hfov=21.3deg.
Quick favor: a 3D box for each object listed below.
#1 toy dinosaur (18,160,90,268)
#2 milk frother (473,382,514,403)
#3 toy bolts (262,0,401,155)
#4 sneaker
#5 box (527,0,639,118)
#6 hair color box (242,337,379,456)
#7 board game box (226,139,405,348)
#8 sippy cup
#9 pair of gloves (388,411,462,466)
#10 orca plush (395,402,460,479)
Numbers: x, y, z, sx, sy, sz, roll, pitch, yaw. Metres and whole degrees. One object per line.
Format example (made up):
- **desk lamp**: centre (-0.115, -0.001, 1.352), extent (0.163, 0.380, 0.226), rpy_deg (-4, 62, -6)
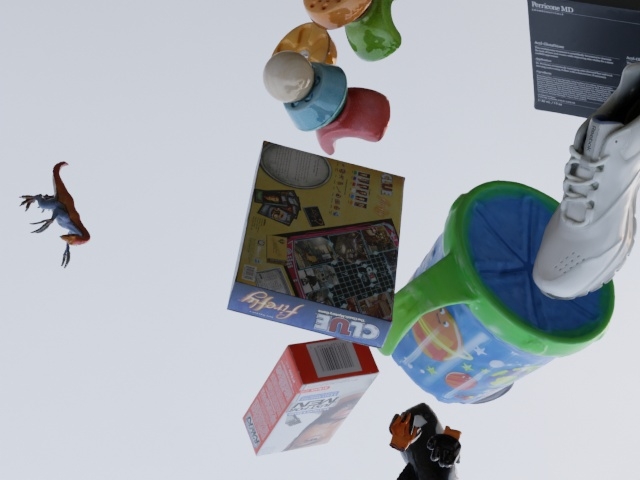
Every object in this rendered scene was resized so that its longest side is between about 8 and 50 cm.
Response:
- **toy dinosaur**: centre (-0.226, -0.025, 1.487), extent (0.082, 0.090, 0.047), rpy_deg (18, 175, 38)
- **milk frother**: centre (0.200, 0.132, 2.347), extent (0.143, 0.129, 0.135), rpy_deg (12, -135, -33)
- **toy bolts**: centre (-0.019, -0.224, 2.034), extent (0.218, 0.228, 0.158), rpy_deg (-19, 143, 35)
- **sneaker**: centre (0.317, -0.074, 1.940), extent (0.111, 0.297, 0.129), rpy_deg (23, 173, 40)
- **box**: centre (0.406, -0.247, 2.187), extent (0.261, 0.184, 0.103), rpy_deg (13, -134, 26)
- **hair color box**: centre (-0.012, 0.167, 1.822), extent (0.093, 0.167, 0.053), rpy_deg (-8, -118, -26)
- **board game box**: centre (0.000, 0.000, 1.787), extent (0.165, 0.042, 0.243), rpy_deg (15, -141, -4)
- **sippy cup**: centre (0.203, 0.082, 2.086), extent (0.305, 0.224, 0.240), rpy_deg (24, -133, -17)
- **pair of gloves**: centre (0.114, 0.218, 1.864), extent (0.083, 0.010, 0.074), rpy_deg (22, -150, 2)
- **orca plush**: centre (0.155, 0.395, 2.626), extent (0.102, 0.287, 0.151), rpy_deg (-7, 171, -19)
